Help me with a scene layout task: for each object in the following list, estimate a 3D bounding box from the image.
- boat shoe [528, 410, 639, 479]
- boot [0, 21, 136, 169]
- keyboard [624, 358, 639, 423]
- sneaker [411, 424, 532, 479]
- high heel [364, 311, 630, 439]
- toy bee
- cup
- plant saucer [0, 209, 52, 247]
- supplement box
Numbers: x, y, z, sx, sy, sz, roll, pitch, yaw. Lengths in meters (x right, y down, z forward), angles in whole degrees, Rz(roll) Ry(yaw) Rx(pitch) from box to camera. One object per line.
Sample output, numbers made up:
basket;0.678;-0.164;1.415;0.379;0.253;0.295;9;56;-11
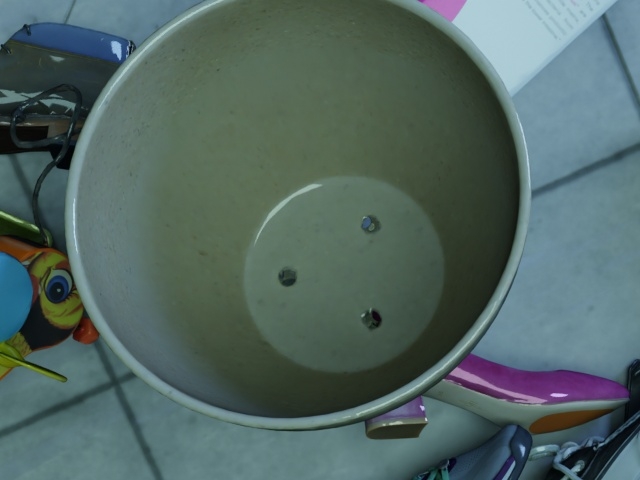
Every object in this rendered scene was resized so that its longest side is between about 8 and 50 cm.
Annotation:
boat shoe;0.226;0.213;1.459;0.113;0.105;0.306;23;105;-49
boot;-0.252;-0.126;1.403;0.219;0.082;0.106;12;71;-4
keyboard;0.312;0.195;1.512;0.108;0.023;0.180;4;95;-1
sneaker;0.076;0.223;1.442;0.098;0.083;0.223;39;102;0
high heel;0.139;0.103;1.469;0.244;0.082;0.117;-4;65;-12
toy bee;-0.236;0.056;1.313;0.298;0.195;0.162;-39;132;-5
cup;0.000;0.000;1.325;0.331;0.237;0.331;-3;73;9
plant saucer;-0.336;0.041;1.406;0.188;0.045;0.188;24;91;-8
supplement box;0.149;-0.192;1.415;0.220;0.114;0.111;-42;97;-1
